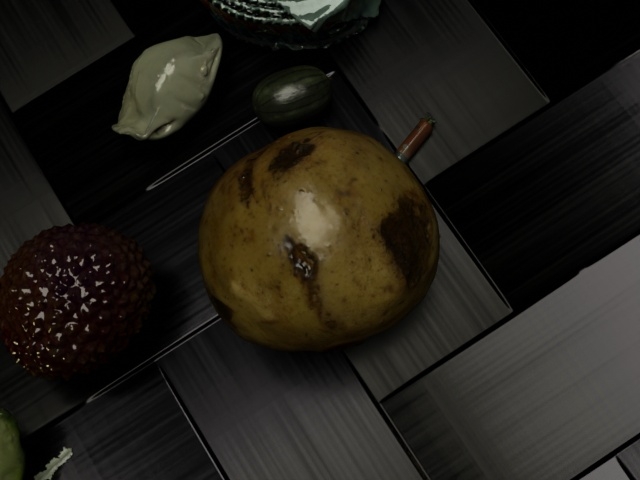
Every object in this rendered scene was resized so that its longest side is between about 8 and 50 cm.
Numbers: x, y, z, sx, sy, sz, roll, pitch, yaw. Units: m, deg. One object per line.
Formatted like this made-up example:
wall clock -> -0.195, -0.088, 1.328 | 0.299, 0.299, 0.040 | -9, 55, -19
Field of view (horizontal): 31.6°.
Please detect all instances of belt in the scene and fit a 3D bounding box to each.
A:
belt -> -0.044, -0.358, 1.469 | 0.257, 0.150, 0.207 | 4, 82, 8

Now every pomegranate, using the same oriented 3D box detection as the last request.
pomegranate -> 0.000, 0.000, 1.296 | 0.281, 0.281, 0.281 | -2, 73, 6

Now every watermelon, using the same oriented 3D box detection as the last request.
watermelon -> -0.034, -0.185, 1.451 | 0.110, 0.078, 0.078 | -18, 72, -1

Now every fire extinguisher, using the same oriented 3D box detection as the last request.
fire extinguisher -> 0.120, -0.131, 1.448 | 0.028, 0.022, 0.083 | 29, 76, 45

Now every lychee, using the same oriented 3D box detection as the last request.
lychee -> -0.295, 0.077, 1.342 | 0.188, 0.188, 0.188 | -2, 73, 6

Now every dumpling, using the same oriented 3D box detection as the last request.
dumpling -> -0.206, -0.209, 1.481 | 0.134, 0.100, 0.169 | 31, 100, 50

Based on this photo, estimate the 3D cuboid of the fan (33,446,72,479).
fan -> -0.428, 0.363, 1.364 | 0.329, 0.009, 0.191 | -40, 73, -6

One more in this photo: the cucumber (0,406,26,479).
cucumber -> -0.445, 0.345, 1.317 | 0.145, 0.105, 0.325 | 12, 70, 44
